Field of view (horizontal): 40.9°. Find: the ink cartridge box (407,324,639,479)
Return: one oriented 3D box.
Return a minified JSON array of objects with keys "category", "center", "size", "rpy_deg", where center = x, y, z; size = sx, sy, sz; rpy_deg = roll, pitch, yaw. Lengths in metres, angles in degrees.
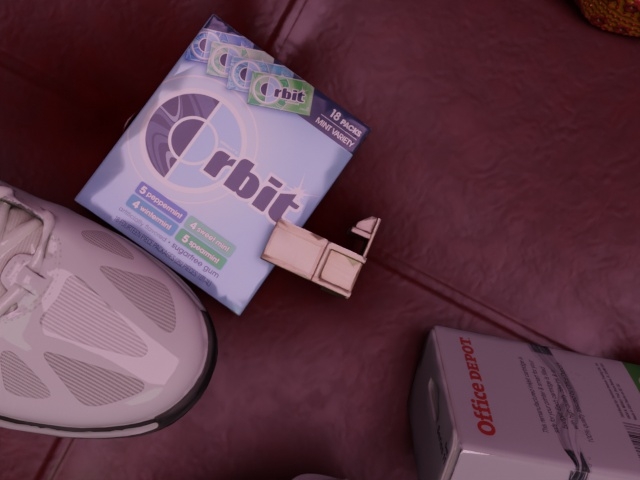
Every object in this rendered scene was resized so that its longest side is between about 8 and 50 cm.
[{"category":"ink cartridge box","center":[0.178,0.154,0.648],"size":[0.208,0.153,0.086],"rpy_deg":[12,117,-6]}]

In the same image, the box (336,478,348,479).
[{"category":"box","center":[-0.026,0.335,0.597],"size":[0.058,0.232,0.322],"rpy_deg":[-17,87,-51]}]

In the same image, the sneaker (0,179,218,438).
[{"category":"sneaker","center":[-0.276,-0.009,0.528],"size":[0.448,0.257,0.169],"rpy_deg":[25,73,1]}]

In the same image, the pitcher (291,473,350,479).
[{"category":"pitcher","center":[0.056,0.264,0.624],"size":[0.207,0.178,0.125],"rpy_deg":[49,60,-1]}]

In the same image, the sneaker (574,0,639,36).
[{"category":"sneaker","center":[0.228,-0.236,0.727],"size":[0.175,0.064,0.067],"rpy_deg":[34,74,-7]}]

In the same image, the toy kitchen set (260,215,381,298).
[{"category":"toy kitchen set","center":[0.000,0.000,0.675],"size":[0.075,0.083,0.068],"rpy_deg":[24,84,-3]}]

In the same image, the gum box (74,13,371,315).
[{"category":"gum box","center":[-0.076,-0.059,0.690],"size":[0.157,0.041,0.184],"rpy_deg":[35,85,-4]}]
